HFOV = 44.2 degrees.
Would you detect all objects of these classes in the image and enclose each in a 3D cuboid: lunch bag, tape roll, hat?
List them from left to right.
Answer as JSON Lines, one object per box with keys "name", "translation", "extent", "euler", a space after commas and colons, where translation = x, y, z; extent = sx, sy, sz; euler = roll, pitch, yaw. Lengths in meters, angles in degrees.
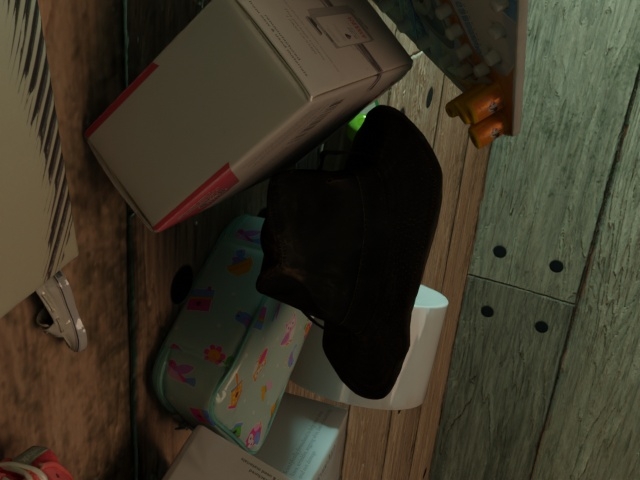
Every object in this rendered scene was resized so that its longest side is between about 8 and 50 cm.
{"name": "lunch bag", "translation": [-0.097, 0.125, 1.009], "extent": [0.224, 0.108, 0.279], "euler": [72, 38, -59]}
{"name": "hat", "translation": [0.000, 0.000, 0.822], "extent": [0.331, 0.134, 0.331], "euler": [-171, -90, -74]}
{"name": "tape roll", "translation": [0.069, 0.149, 1.272], "extent": [0.246, 0.246, 0.169], "euler": [-12, 115, -68]}

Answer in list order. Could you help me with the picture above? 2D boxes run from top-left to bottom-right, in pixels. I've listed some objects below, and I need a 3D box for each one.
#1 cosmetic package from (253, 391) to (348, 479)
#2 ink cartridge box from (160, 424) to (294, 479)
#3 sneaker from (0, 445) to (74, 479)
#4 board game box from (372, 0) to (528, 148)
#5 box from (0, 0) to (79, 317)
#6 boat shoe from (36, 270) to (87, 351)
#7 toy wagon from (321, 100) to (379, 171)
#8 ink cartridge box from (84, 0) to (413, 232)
{"name": "cosmetic package", "translation": [-0.076, 0.451, 1.223], "extent": [0.217, 0.156, 0.384], "euler": [-49, 150, -62]}
{"name": "ink cartridge box", "translation": [-0.139, 0.397, 0.886], "extent": [0.270, 0.197, 0.198], "euler": [-58, 178, -37]}
{"name": "sneaker", "translation": [-0.273, 0.226, 0.644], "extent": [0.314, 0.116, 0.136], "euler": [82, 19, -62]}
{"name": "board game box", "translation": [0.055, -0.320, 0.759], "extent": [0.050, 0.390, 0.390], "euler": [-34, 151, -6]}
{"name": "box", "translation": [-0.232, -0.093, 0.473], "extent": [0.094, 0.113, 0.275], "euler": [-51, 151, -50]}
{"name": "boat shoe", "translation": [-0.236, 0.068, 0.705], "extent": [0.035, 0.035, 0.100], "euler": [-28, 141, -27]}
{"name": "toy wagon", "translation": [0.045, -0.057, 1.086], "extent": [0.344, 0.068, 0.267], "euler": [-101, -163, -50]}
{"name": "ink cartridge box", "translation": [-0.055, -0.139, 0.770], "extent": [0.207, 0.117, 0.283], "euler": [-37, 180, 29]}
